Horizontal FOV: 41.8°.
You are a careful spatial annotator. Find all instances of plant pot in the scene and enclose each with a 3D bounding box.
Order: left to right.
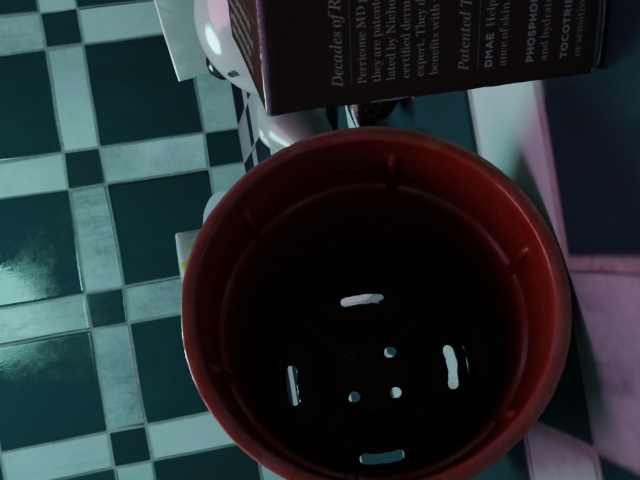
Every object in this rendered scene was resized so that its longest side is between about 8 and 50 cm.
[{"bbox_3d":[0.044,0.086,0.706,0.265,0.272,0.272,81,177,-69],"label":"plant pot"}]

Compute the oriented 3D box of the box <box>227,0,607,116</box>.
[{"bbox_3d":[0.046,-0.192,0.507,0.168,0.203,0.167,-113,16,-58],"label":"box"}]

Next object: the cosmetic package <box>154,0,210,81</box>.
[{"bbox_3d":[-0.211,-0.506,1.536,0.156,0.217,0.385,-103,-4,-75],"label":"cosmetic package"}]

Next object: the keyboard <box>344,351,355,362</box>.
[{"bbox_3d":[-0.018,0.129,1.310,0.201,0.033,0.317,51,-168,16],"label":"keyboard"}]

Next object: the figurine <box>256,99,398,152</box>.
[{"bbox_3d":[0.010,-0.151,0.990,0.215,0.092,0.209,-64,35,34],"label":"figurine"}]

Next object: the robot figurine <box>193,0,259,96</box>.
[{"bbox_3d":[-0.021,-0.262,0.832,0.209,0.173,0.278,96,-174,-48],"label":"robot figurine"}]

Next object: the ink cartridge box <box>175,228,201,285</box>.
[{"bbox_3d":[-0.132,0.086,1.658,0.385,0.279,0.160,-127,29,-69],"label":"ink cartridge box"}]

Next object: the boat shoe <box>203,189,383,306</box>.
[{"bbox_3d":[-0.003,0.008,1.193,0.367,0.156,0.136,14,97,45],"label":"boat shoe"}]

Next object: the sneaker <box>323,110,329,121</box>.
[{"bbox_3d":[-0.017,-0.068,1.314,0.123,0.109,0.296,-136,37,-81],"label":"sneaker"}]
